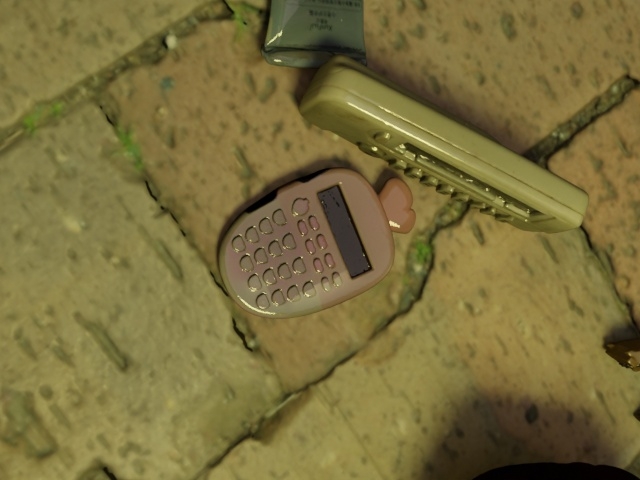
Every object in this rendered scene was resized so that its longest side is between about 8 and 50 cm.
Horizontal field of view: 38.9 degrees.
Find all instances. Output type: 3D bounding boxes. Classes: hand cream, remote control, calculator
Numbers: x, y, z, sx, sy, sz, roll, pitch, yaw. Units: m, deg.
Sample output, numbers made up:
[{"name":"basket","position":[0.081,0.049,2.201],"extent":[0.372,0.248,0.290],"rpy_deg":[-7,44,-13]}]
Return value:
[{"name":"hand cream","position":[-0.001,-0.259,0.688],"extent":[0.088,0.055,0.255],"rpy_deg":[-1,93,-26]},{"name":"remote control","position":[0.096,-0.070,0.701],"extent":[0.230,0.090,0.049],"rpy_deg":[26,78,-16]},{"name":"calculator","position":[0.000,0.000,0.705],"extent":[0.166,0.024,0.103],"rpy_deg":[-24,97,-15]}]

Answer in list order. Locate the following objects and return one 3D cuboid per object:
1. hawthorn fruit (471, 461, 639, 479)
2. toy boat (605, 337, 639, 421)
[{"name":"hawthorn fruit","position":[0.177,0.288,0.674],"extent":[0.215,0.215,0.249],"rpy_deg":[19,83,-18]},{"name":"toy boat","position":[0.328,0.155,0.799],"extent":[0.200,0.057,0.077],"rpy_deg":[42,84,-14]}]
